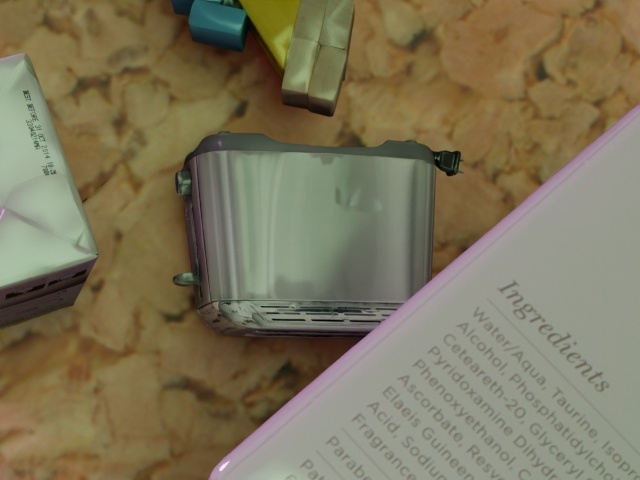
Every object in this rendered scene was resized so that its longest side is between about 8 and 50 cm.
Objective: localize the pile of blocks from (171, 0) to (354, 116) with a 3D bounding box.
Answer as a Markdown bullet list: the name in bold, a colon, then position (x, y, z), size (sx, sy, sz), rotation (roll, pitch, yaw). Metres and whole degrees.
- **pile of blocks**: position (-0.089, -0.241, 1.176), size (0.149, 0.112, 0.362), rotation (-25, 79, -5)

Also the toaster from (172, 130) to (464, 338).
- **toaster**: position (0.000, 0.000, 1.139), size (0.227, 0.129, 0.146), rotation (2, 83, -16)

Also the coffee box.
- **coffee box**: position (-0.228, -0.019, 1.019), size (0.098, 0.246, 0.141), rotation (-18, 84, -16)

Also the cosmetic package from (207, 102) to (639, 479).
- **cosmetic package**: position (0.156, 0.188, 0.992), size (0.394, 0.329, 0.327), rotation (-39, 79, -21)
